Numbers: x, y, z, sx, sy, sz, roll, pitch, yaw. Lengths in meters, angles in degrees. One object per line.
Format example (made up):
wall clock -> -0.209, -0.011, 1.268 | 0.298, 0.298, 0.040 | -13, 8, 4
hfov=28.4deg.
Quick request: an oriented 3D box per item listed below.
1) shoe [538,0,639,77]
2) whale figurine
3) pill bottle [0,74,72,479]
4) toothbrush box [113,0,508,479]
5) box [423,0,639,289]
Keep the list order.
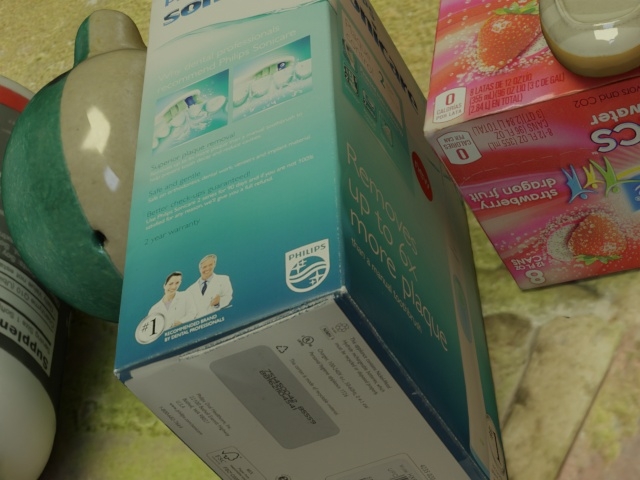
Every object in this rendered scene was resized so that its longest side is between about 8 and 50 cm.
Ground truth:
shoe -> 0.146, -0.173, 0.666 | 0.076, 0.058, 0.219 | -13, 45, 26
whale figurine -> -0.120, -0.050, 0.862 | 0.141, 0.216, 0.272 | -21, 20, 20
pill bottle -> -0.277, 0.066, 0.857 | 0.210, 0.210, 0.363 | -20, 44, 18
toothbrush box -> 0.000, 0.000, 0.720 | 0.126, 0.216, 0.295 | -21, 42, 17
box -> 0.226, -0.094, 0.699 | 0.300, 0.154, 0.142 | -13, 45, 26
